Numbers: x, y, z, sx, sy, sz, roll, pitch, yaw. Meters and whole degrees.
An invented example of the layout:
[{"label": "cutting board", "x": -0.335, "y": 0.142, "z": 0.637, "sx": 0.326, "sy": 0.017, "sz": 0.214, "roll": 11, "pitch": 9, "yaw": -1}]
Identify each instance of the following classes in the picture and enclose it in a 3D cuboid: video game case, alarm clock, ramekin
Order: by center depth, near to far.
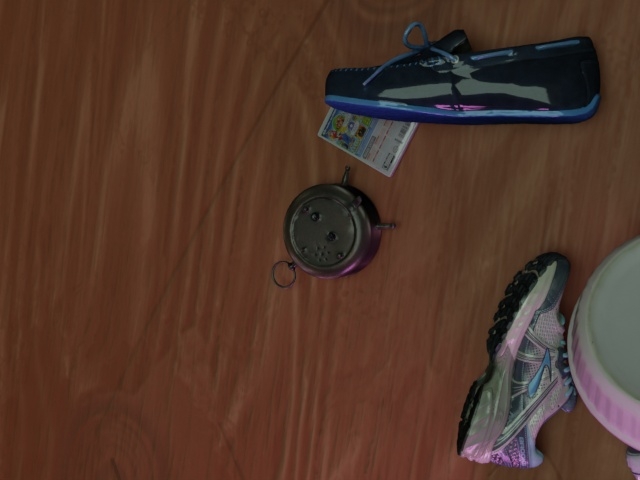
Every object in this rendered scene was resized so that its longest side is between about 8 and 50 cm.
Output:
[{"label": "ramekin", "x": 0.410, "y": 0.107, "z": 1.200, "sx": 0.272, "sy": 0.127, "sz": 0.273, "roll": -7, "pitch": 67, "yaw": 17}, {"label": "video game case", "x": 0.065, "y": -0.153, "z": 1.446, "sx": 0.122, "sy": 0.011, "sz": 0.087, "roll": 32, "pitch": 106, "yaw": 18}, {"label": "alarm clock", "x": 0.000, "y": 0.000, "z": 1.459, "sx": 0.192, "sy": 0.064, "sz": 0.129, "roll": -44, "pitch": 77, "yaw": 23}]

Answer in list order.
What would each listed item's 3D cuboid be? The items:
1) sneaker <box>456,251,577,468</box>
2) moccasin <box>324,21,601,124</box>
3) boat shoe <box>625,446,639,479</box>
[{"label": "sneaker", "x": 0.269, "y": 0.154, "z": 1.344, "sx": 0.122, "sy": 0.110, "sz": 0.283, "roll": 19, "pitch": 99, "yaw": -2}, {"label": "moccasin", "x": 0.177, "y": -0.208, "z": 1.346, "sx": 0.341, "sy": 0.138, "sz": 0.117, "roll": 3, "pitch": 90, "yaw": 9}, {"label": "boat shoe", "x": 0.481, "y": 0.257, "z": 1.266, "sx": 0.226, "sy": 0.083, "sz": 0.076, "roll": -18, "pitch": 98, "yaw": 35}]
